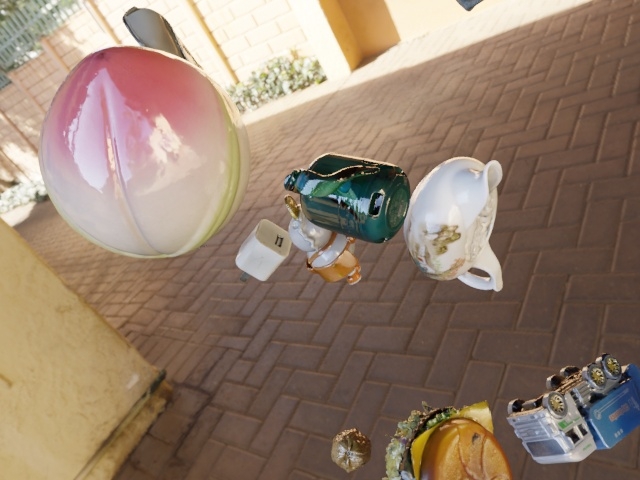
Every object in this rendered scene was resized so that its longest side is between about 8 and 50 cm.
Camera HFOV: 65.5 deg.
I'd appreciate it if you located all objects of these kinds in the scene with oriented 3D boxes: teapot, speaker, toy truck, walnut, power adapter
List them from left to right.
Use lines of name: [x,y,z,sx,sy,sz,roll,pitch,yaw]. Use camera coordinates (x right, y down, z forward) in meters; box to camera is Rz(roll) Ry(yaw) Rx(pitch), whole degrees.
power adapter: [-0.201,0.053,1.611,0.205,0.125,0.130,-47,19,34]
speaker: [0.019,-0.040,0.363,0.075,0.094,0.060,17,76,31]
walnut: [0.060,0.410,0.976,0.079,0.096,0.083,6,80,10]
teapot: [0.230,-0.024,0.816,0.139,0.298,0.204,18,63,32]
toy truck: [0.624,0.395,1.185,0.367,0.175,0.146,-16,-19,-28]

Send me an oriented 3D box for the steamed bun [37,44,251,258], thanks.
steamed bun: [-0.250,-0.140,0.704,0.309,0.309,0.309,-24,31,15]

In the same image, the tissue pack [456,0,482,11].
tissue pack: [0.137,-0.435,0.556,0.103,0.316,0.228,-44,9,4]

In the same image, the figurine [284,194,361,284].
figurine: [0.009,-0.003,1.139,0.143,0.271,0.143,-18,34,13]

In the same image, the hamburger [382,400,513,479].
hamburger: [0.216,0.407,0.846,0.243,0.262,0.138,-7,-12,-35]

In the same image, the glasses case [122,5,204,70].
glasses case: [-0.344,-0.424,1.199,0.083,0.308,0.128,-29,71,4]
